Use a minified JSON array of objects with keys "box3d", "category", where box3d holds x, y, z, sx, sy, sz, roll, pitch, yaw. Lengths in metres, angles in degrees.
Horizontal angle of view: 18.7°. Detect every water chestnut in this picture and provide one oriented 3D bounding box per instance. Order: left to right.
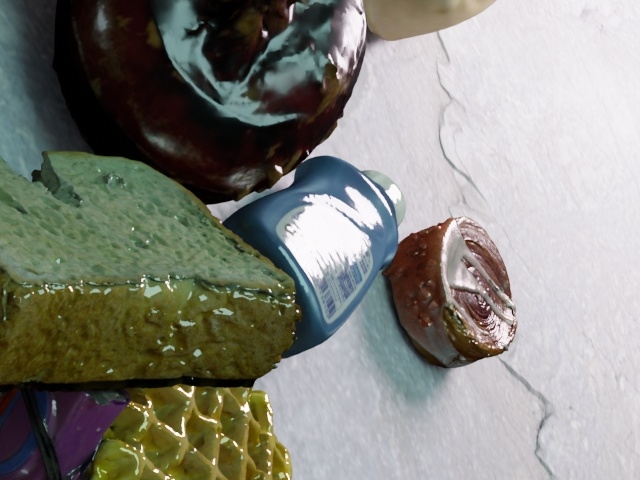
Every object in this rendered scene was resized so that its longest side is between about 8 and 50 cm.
[{"box3d":[-0.086,-0.183,1.677,0.300,0.300,0.300,32,47,-43],"category":"water chestnut"}]

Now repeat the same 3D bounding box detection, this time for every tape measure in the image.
[{"box3d":[-0.209,0.130,1.446,0.074,0.118,0.125,13,26,-50],"category":"tape measure"}]

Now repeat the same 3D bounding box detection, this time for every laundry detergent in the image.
[{"box3d":[0.000,0.000,1.873,0.143,0.094,0.290,58,30,-5],"category":"laundry detergent"}]

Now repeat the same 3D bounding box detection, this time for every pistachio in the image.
[{"box3d":[0.128,-0.328,2.167,0.193,0.214,0.318,28,20,15],"category":"pistachio"}]

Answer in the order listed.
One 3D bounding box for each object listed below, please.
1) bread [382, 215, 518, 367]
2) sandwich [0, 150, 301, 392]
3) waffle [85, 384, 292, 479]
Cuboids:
[{"box3d":[0.139,0.054,2.054,0.160,0.073,0.160,28,54,-46],"category":"bread"},{"box3d":[-0.186,0.015,1.453,0.273,0.095,0.249,3,28,-42],"category":"sandwich"},{"box3d":[-0.098,0.211,1.585,0.329,0.062,0.329,46,36,-49],"category":"waffle"}]
